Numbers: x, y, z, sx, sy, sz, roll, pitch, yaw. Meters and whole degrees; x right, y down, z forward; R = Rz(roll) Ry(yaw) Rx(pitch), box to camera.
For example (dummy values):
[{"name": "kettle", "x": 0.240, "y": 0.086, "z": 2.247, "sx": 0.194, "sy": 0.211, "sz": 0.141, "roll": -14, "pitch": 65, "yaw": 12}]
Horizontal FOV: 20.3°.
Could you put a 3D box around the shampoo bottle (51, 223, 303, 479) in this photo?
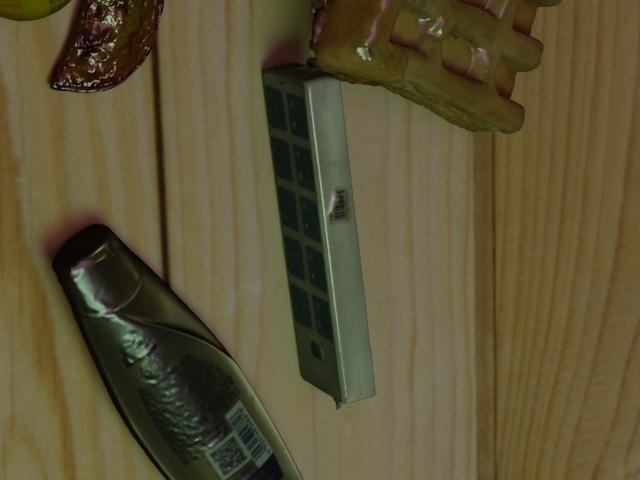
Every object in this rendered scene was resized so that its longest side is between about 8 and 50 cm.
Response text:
[{"name": "shampoo bottle", "x": -0.146, "y": 0.140, "z": 1.770, "sx": 0.125, "sy": 0.084, "sz": 0.350, "roll": -40, "pitch": 115, "yaw": -16}]

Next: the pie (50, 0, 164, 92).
[{"name": "pie", "x": -0.188, "y": -0.224, "z": 1.697, "sx": 0.088, "sy": 0.033, "sz": 0.191, "roll": 14, "pitch": 95, "yaw": -32}]

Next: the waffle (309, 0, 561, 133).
[{"name": "waffle", "x": 0.145, "y": -0.292, "z": 1.756, "sx": 0.304, "sy": 0.077, "sz": 0.348, "roll": 20, "pitch": 89, "yaw": -51}]

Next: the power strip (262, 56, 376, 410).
[{"name": "power strip", "x": 0.000, "y": 0.000, "z": 1.798, "sx": 0.043, "sy": 0.106, "sz": 0.367, "roll": -14, "pitch": 107, "yaw": -23}]

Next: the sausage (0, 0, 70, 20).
[{"name": "sausage", "x": -0.270, "y": -0.311, "z": 1.517, "sx": 0.123, "sy": 0.123, "sz": 0.347, "roll": -31, "pitch": 150, "yaw": -17}]
